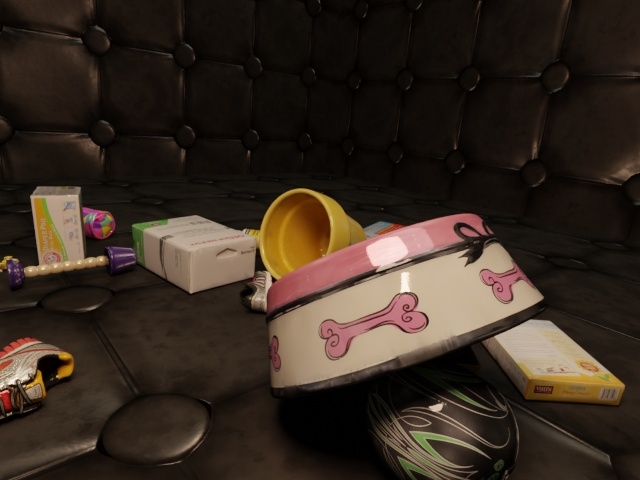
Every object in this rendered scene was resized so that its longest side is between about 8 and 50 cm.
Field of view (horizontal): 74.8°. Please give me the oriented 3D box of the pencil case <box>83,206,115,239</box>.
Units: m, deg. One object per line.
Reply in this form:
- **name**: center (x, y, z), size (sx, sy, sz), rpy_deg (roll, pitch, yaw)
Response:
- **pencil case**: center (-0.807, -0.068, 1.393), size (0.236, 0.104, 0.104), rpy_deg (10, 17, 16)

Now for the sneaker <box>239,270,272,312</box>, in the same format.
- **sneaker**: center (-0.156, 0.117, 1.000), size (0.075, 0.063, 0.170), rpy_deg (7, 20, -16)

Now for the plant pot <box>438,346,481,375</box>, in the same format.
- **plant pot**: center (0.213, 0.222, 0.708), size (0.082, 0.083, 0.081), rpy_deg (5, 16, 3)

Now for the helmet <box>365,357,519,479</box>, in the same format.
- **helmet**: center (0.141, 0.229, 0.526), size (0.162, 0.169, 0.169), rpy_deg (17, 11, -22)

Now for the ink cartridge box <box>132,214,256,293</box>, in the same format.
- **ink cartridge box**: center (-0.348, 0.027, 1.151), size (0.289, 0.121, 0.211), rpy_deg (18, 21, 39)

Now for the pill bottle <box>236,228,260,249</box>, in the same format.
- **pill bottle**: center (-0.229, -0.004, 1.401), size (0.116, 0.065, 0.065), rpy_deg (6, 16, 7)

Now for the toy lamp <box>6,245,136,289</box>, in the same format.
- **toy lamp**: center (-0.607, 0.062, 1.042), size (0.275, 0.080, 0.080), rpy_deg (-9, 21, -36)

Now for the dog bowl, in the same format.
- **dog bowl**: center (0.101, 0.093, 0.633), size (0.408, 0.150, 0.408), rpy_deg (-19, -11, -4)

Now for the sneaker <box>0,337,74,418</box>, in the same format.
- **sneaker**: center (-0.439, 0.203, 0.575), size (0.093, 0.088, 0.225), rpy_deg (8, 16, 7)

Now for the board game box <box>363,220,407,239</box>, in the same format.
- **board game box**: center (0.279, 0.027, 1.404), size (0.302, 0.086, 0.308), rpy_deg (13, 18, 27)

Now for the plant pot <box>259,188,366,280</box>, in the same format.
- **plant pot**: center (0.000, 0.000, 1.171), size (0.254, 0.254, 0.239), rpy_deg (17, 5, 36)

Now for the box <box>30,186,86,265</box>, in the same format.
- **box**: center (-0.689, -0.033, 1.113), size (0.103, 0.203, 0.114), rpy_deg (-4, 20, -26)

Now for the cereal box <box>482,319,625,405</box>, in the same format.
- **cereal box**: center (0.432, 0.226, 0.826), size (0.173, 0.047, 0.240), rpy_deg (5, 16, -2)

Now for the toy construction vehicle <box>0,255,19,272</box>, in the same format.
- **toy construction vehicle**: center (-0.838, 0.054, 1.071), size (0.086, 0.035, 0.098), rpy_deg (6, 16, 4)
